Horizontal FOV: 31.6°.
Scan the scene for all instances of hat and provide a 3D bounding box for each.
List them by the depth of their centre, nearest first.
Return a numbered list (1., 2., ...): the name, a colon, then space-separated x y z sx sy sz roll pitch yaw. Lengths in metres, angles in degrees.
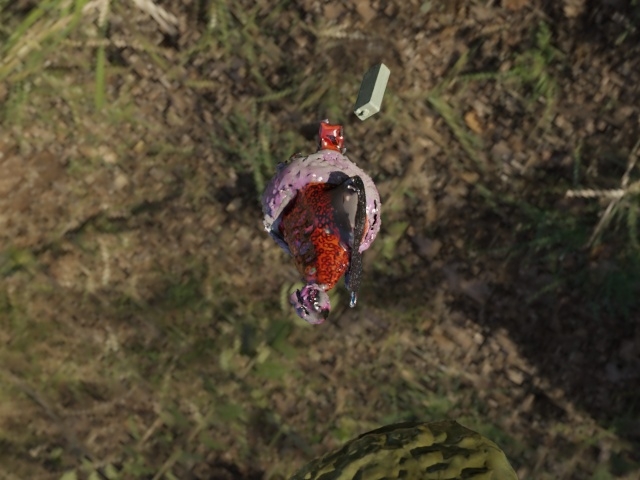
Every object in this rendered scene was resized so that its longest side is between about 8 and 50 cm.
1. hat: 0.004 -0.002 1.107 0.129 0.227 0.140 22 120 -11

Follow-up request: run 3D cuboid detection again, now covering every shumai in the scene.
1. shumai: 0.086 0.365 1.023 0.292 0.330 0.288 43 161 56

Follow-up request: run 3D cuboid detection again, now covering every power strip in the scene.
1. power strip: 0.053 -0.154 1.178 0.027 0.083 0.017 -29 121 36
